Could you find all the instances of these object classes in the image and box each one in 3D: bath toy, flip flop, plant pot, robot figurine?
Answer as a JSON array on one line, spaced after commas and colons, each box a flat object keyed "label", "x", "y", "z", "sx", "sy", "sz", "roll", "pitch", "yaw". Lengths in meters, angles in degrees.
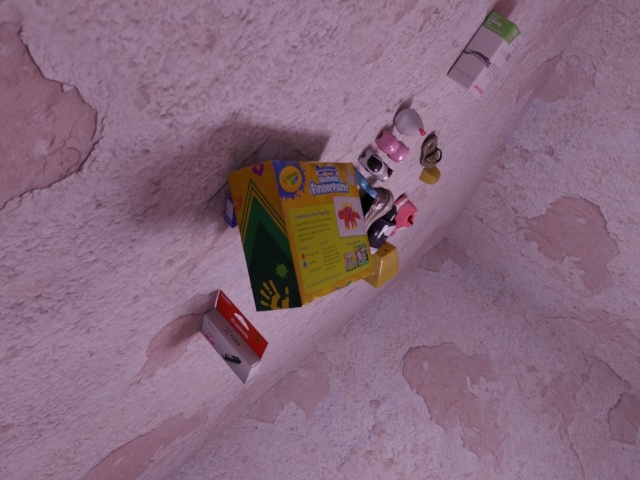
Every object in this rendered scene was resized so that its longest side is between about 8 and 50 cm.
[{"label": "bath toy", "x": 0.268, "y": -0.332, "z": 1.776, "sx": 0.348, "sy": 0.129, "sz": 0.151, "roll": -52, "pitch": 160, "yaw": 12}, {"label": "flip flop", "x": 0.543, "y": -0.414, "z": 2.255, "sx": 0.112, "sy": 0.080, "sz": 0.277, "roll": -45, "pitch": 161, "yaw": -3}, {"label": "plant pot", "x": 0.586, "y": -0.344, "z": 2.479, "sx": 0.081, "sy": 0.083, "sz": 0.081, "roll": -37, "pitch": 159, "yaw": -28}, {"label": "plant pot", "x": 0.318, "y": 0.103, "z": 2.648, "sx": 0.212, "sy": 0.212, "sz": 0.187, "roll": -30, "pitch": 142, "yaw": -39}, {"label": "robot figurine", "x": 0.240, "y": -0.061, "z": 2.192, "sx": 0.209, "sy": 0.173, "sz": 0.278, "roll": 2, "pitch": 130, "yaw": -51}]

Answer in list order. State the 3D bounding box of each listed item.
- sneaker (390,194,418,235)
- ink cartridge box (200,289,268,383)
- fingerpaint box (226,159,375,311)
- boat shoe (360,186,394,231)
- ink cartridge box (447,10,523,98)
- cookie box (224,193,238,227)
[{"label": "sneaker", "x": 0.437, "y": -0.102, "z": 2.567, "sx": 0.116, "sy": 0.136, "sz": 0.314, "roll": -34, "pitch": 157, "yaw": -30}, {"label": "ink cartridge box", "x": -0.314, "y": 0.346, "z": 1.676, "sx": 0.060, "sy": 0.275, "sz": 0.239, "roll": -30, "pitch": 154, "yaw": -39}, {"label": "fingerpaint box", "x": -0.035, "y": -0.033, "z": 1.353, "sx": 0.163, "sy": 0.371, "sz": 0.445, "roll": -11, "pitch": -177, "yaw": 31}, {"label": "boat shoe", "x": 0.156, "y": -0.106, "z": 2.039, "sx": 0.130, "sy": 0.132, "sz": 0.355, "roll": 24, "pitch": 115, "yaw": -43}, {"label": "ink cartridge box", "x": 0.639, "y": -0.710, "z": 1.821, "sx": 0.273, "sy": 0.115, "sz": 0.198, "roll": -55, "pitch": 159, "yaw": 23}, {"label": "cookie box", "x": -0.225, "y": -0.099, "z": 1.338, "sx": 0.092, "sy": 0.040, "sz": 0.107, "roll": -35, "pitch": 158, "yaw": -33}]
